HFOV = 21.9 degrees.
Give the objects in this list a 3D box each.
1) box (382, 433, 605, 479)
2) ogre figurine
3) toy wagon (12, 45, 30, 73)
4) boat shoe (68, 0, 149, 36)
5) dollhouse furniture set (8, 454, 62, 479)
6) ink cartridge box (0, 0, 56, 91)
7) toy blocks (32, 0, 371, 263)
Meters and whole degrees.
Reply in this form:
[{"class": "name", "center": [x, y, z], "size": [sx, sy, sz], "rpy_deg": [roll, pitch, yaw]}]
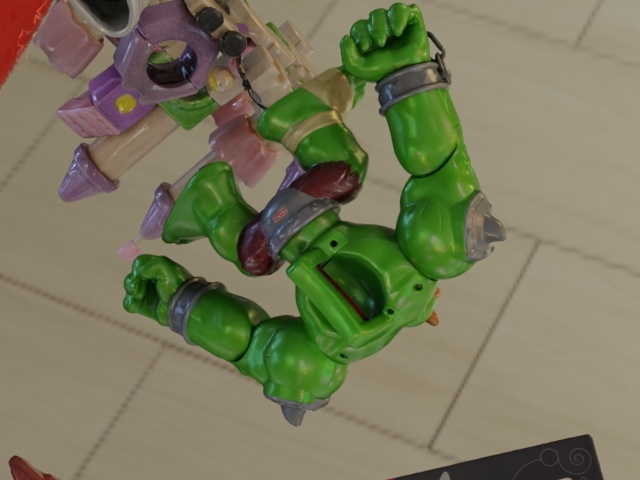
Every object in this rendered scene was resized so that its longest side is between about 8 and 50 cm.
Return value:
[{"class": "box", "center": [0.116, 0.282, 1.410], "size": [0.270, 0.143, 0.165], "rpy_deg": [-13, 72, 0]}, {"class": "ogre figurine", "center": [0.000, 0.000, 0.752], "size": [0.197, 0.097, 0.118], "rpy_deg": [-38, 72, 5]}, {"class": "toy wagon", "center": [-0.279, -0.233, 0.978], "size": [0.068, 0.344, 0.267], "rpy_deg": [3, 35, 36]}, {"class": "boat shoe", "center": [-0.192, -0.260, 1.198], "size": [0.095, 0.258, 0.084], "rpy_deg": [-20, 40, 20]}, {"class": "dollhouse furniture set", "center": [-0.147, 0.305, 1.110], "size": [0.152, 0.374, 0.201], "rpy_deg": [37, 82, 24]}, {"class": "ink cartridge box", "center": [-0.246, -0.114, 0.656], "size": [0.275, 0.239, 0.060], "rpy_deg": [42, 29, 11]}, {"class": "toy blocks", "center": [-0.150, -0.118, 1.490], "size": [0.260, 0.288, 0.309], "rpy_deg": [-38, 37, 10]}]
